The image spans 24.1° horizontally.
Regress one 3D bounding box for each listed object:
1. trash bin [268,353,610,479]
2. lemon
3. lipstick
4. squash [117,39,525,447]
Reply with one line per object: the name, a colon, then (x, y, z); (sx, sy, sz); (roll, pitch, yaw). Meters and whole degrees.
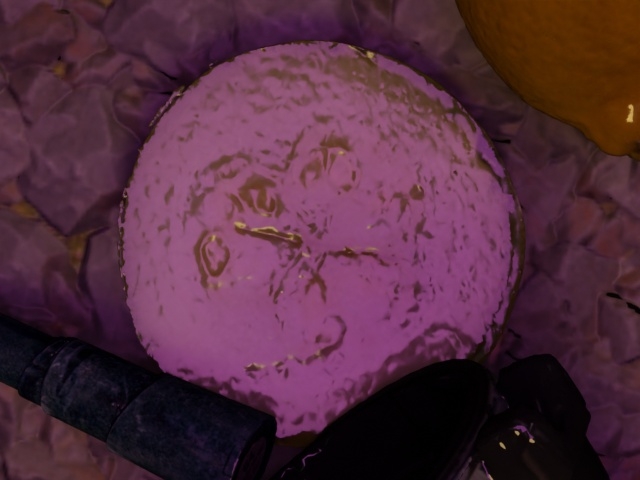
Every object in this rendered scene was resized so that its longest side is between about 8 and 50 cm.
trash bin: (0.076, 0.223, 0.701); (0.277, 0.217, 0.262); (-36, 99, 33)
lemon: (0.148, -0.160, 0.729); (0.187, 0.187, 0.244); (3, 94, 1)
lipstick: (-0.138, 0.073, 0.781); (0.234, 0.053, 0.053); (21, 91, 16)
squash: (0.000, 0.000, 0.805); (0.219, 0.041, 0.219); (0, 91, 0)
